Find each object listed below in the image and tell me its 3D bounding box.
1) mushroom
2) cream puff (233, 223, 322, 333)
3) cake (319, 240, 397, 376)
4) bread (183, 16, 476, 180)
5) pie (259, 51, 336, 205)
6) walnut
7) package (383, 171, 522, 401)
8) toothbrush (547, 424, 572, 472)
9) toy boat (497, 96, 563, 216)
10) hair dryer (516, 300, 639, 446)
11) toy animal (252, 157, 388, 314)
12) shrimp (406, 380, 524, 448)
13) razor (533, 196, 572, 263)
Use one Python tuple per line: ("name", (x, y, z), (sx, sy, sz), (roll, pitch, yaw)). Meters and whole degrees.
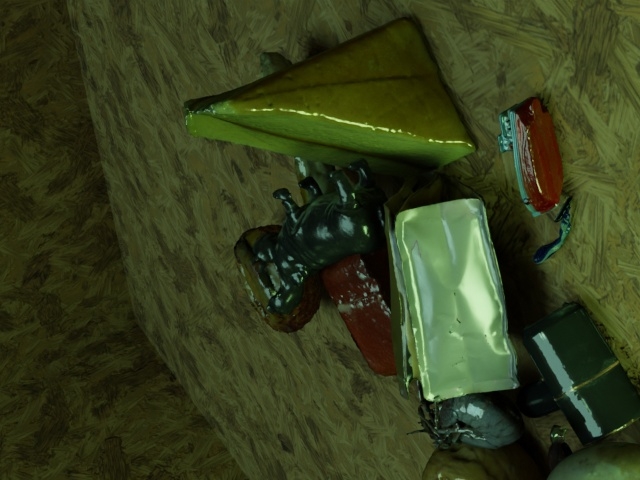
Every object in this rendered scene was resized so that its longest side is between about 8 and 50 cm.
("mushroom", (0.414, 0.400, 1.643), (0.243, 0.243, 0.243), (49, 155, 33))
("cream puff", (-0.085, 0.073, 2.577), (0.240, 0.164, 0.240), (157, 90, -84))
("cake", (0.126, 0.084, 2.054), (0.151, 0.177, 0.283), (-24, 98, 54))
("bread", (-0.005, -0.161, 1.840), (0.245, 0.362, 0.233), (66, 158, -1))
("pie", (-0.024, -0.169, 2.114), (0.339, 0.077, 0.339), (-16, -90, -87))
("walnut", (0.274, 0.421, 2.083), (0.222, 0.195, 0.195), (-2, 112, 66))
("package", (0.168, 0.075, 1.846), (0.221, 0.165, 0.311), (-136, 33, -69))
("toothbrush", (0.360, 0.326, 1.822), (0.041, 0.041, 0.364), (53, 177, 26))
("toy boat", (0.281, -0.109, 1.628), (0.059, 0.069, 0.173), (8, 123, 48))
("hair dryer", (0.343, 0.212, 1.831), (0.189, 0.107, 0.352), (60, 164, 7))
("toy animal", (-0.011, -0.012, 1.946), (0.168, 0.106, 0.343), (58, 140, 6))
("shrimp", (0.221, 0.289, 2.024), (0.343, 0.145, 0.116), (155, 130, -69))
("razor", (0.327, -0.003, 1.702), (0.028, 0.044, 0.154), (31, 153, 10))
